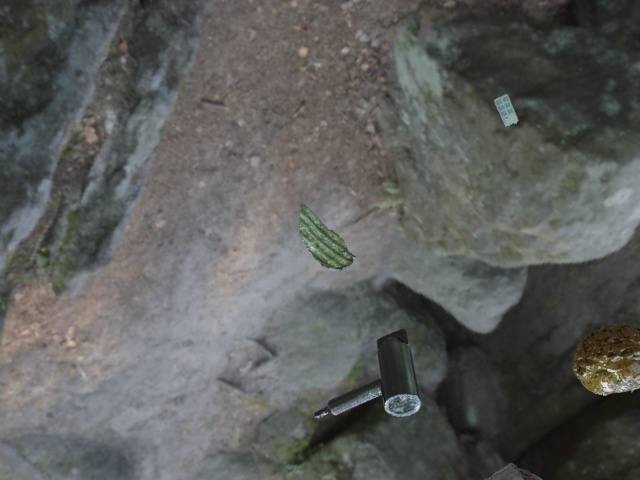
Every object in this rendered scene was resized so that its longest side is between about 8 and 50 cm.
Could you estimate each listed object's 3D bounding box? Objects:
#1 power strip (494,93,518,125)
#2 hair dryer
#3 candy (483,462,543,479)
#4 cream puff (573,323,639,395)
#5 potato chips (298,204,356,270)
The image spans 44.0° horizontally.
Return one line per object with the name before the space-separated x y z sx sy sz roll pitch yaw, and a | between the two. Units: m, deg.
power strip | 0.516 -0.363 2.200 0.040 0.090 0.016 -24 -179 15
hair dryer | 0.089 0.309 1.705 0.248 0.196 0.078 -27 128 17
candy | 0.326 0.472 1.175 0.157 0.289 0.214 -36 -165 3
cream puff | 0.555 0.217 1.490 0.165 0.115 0.150 -26 -172 0
potato chips | 0.000 0.000 2.080 0.092 0.207 0.028 -44 177 -13
